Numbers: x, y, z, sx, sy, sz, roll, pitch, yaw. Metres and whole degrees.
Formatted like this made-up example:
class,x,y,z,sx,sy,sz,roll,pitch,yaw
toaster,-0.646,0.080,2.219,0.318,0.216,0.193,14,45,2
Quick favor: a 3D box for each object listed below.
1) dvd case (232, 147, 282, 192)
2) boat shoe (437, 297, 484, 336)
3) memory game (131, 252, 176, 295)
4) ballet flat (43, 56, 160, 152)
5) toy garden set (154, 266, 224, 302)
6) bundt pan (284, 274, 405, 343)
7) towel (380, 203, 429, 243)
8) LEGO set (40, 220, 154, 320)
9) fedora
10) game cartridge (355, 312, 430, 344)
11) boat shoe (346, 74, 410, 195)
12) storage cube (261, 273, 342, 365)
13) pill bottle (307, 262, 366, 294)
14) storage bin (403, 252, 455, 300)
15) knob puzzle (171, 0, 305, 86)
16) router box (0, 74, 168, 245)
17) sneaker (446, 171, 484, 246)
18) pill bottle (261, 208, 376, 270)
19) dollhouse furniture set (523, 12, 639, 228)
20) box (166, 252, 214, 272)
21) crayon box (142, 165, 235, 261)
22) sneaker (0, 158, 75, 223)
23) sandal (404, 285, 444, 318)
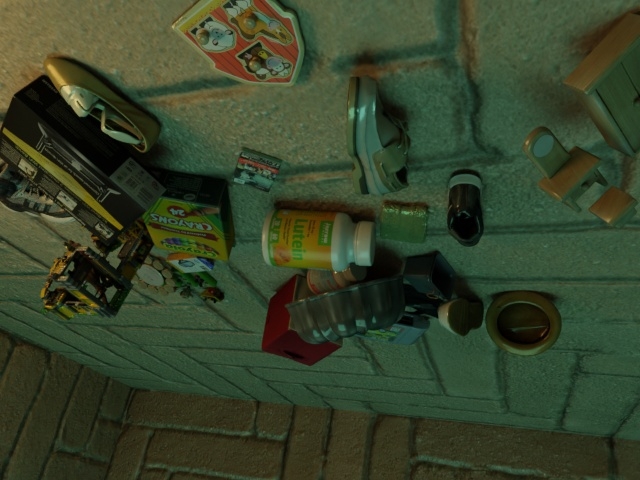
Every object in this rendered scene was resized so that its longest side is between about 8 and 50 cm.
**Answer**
class,x,y,z,sx,sy,sz,roll,pitch,yaw
dvd case,-0.137,-0.148,1.106,0.087,0.013,0.119,17,150,-11
boat shoe,0.366,0.206,1.423,0.096,0.098,0.277,6,175,33
memory game,-0.542,0.108,1.649,0.186,0.012,0.186,13,135,13
ballet flat,-0.405,-0.245,0.960,0.232,0.073,0.080,32,145,-32
toy garden set,-0.456,0.156,1.722,0.244,0.049,0.204,-2,149,22
bundt pan,0.079,0.189,1.371,0.330,0.124,0.331,-14,171,-2
towel,0.189,-0.037,1.178,0.110,0.027,0.148,6,152,11
LEGO set,-0.582,0.035,1.290,0.254,0.331,0.192,7,146,35
fedora,0.557,0.221,1.426,0.194,0.195,0.079,-3,-175,23
game cartridge,0.194,0.280,1.723,0.294,0.060,0.196,12,155,-2
boat shoe,0.103,-0.174,0.889,0.103,0.113,0.302,3,161,11
storage cube,-0.049,0.244,1.584,0.183,0.215,0.193,23,143,-19
pill bottle,0.044,0.092,1.398,0.087,0.087,0.160,31,145,-33
storage bin,0.276,0.098,1.333,0.091,0.098,0.135,0,151,39
knob puzzle,-0.110,-0.300,0.806,0.213,0.030,0.213,8,151,4
router box,-0.500,-0.148,1.072,0.309,0.081,0.242,45,140,-19
sneaker,0.296,-0.032,1.068,0.078,0.106,0.234,2,150,18
pill bottle,0.000,0.000,1.196,0.245,0.136,0.136,4,151,12
dollhouse furniture set,0.464,-0.112,0.599,0.173,0.356,0.303,32,106,-35
box,-0.386,0.065,1.561,0.136,0.028,0.081,-8,146,26
crayon box,-0.323,-0.044,1.286,0.202,0.081,0.319,10,152,1
sneaker,-0.685,-0.124,1.241,0.268,0.101,0.153,8,154,11
sandal,0.298,0.192,1.523,0.254,0.055,0.097,21,150,-18
